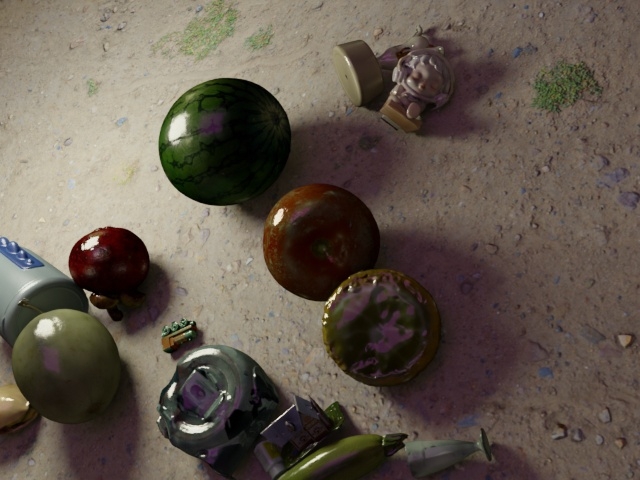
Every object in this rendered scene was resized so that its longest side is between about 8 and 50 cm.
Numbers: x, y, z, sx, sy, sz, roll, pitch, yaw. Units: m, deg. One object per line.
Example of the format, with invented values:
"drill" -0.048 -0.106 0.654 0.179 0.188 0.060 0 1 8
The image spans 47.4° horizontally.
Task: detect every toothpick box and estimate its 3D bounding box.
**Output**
"toothpick box" -0.842 0.139 2.049 0.355 0.263 0.263 25 76 38

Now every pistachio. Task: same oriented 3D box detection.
"pistachio" -0.857 0.447 1.957 0.201 0.117 0.145 -16 51 18

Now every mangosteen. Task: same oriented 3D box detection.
"mangosteen" -0.562 0.090 1.975 0.215 0.215 0.257 -16 87 19

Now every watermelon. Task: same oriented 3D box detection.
"watermelon" -0.250 -0.257 1.920 0.364 0.363 0.363 -13 57 21

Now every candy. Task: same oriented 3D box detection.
"candy" 0.131 0.186 1.556 0.260 0.118 0.259 -2 81 10

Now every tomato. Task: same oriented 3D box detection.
"tomato" 0.000 0.000 1.690 0.270 0.270 0.222 -38 13 3

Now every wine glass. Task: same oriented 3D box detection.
"wine glass" 0.250 0.412 1.420 0.155 0.073 0.073 -18 55 14

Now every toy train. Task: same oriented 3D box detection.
"toy train" -0.360 0.241 1.863 0.103 0.044 0.064 -26 56 15

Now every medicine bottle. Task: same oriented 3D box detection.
"medicine bottle" -0.106 0.477 1.582 0.047 0.047 0.083 -42 55 0

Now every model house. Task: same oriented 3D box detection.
"model house" -0.044 0.386 1.547 0.167 0.088 0.117 -40 14 3

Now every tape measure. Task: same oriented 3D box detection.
"tape measure" -0.235 0.369 1.654 0.275 0.147 0.256 26 76 35

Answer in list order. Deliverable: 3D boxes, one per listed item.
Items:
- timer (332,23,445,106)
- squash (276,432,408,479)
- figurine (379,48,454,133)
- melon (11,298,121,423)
"timer" 0.186 -0.488 1.957 0.266 0.175 0.175 -25 52 -7
"squash" 0.025 0.465 1.494 0.341 0.094 0.094 -32 52 9
"figurine" 0.250 -0.389 1.846 0.163 0.141 0.236 38 74 -7
"melon" -0.639 0.313 1.836 0.272 0.271 0.307 -24 48 14
